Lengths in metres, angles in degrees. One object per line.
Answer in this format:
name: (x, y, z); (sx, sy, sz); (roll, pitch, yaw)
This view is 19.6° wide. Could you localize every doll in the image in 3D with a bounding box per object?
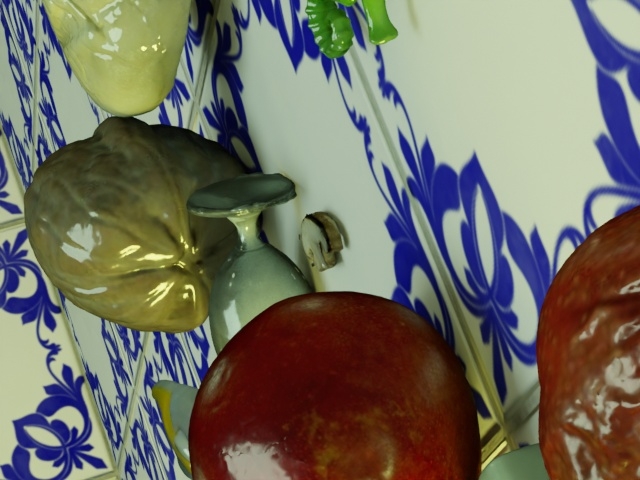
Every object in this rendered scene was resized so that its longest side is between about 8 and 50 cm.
doll: (-0.085, 0.209, 1.899); (0.316, 0.145, 0.103); (167, 120, -69)
doll: (0.018, -0.177, 1.212); (0.190, 0.050, 0.115); (144, 116, -76)

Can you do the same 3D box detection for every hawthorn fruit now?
hawthorn fruit: (0.167, 0.059, 0.727); (0.179, 0.173, 0.173); (-162, 57, -73)

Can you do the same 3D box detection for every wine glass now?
wine glass: (-0.049, 0.057, 1.604); (0.103, 0.103, 0.222); (-141, 37, -65)

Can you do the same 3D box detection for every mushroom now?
mushroom: (0.000, 0.000, 1.516); (0.101, 0.019, 0.049); (163, 92, -77)

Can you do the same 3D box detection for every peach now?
peach: (0.012, 0.150, 1.262); (0.243, 0.199, 0.243); (-11, -90, -89)

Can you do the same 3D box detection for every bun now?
bun: (-0.187, -0.227, 1.665); (0.229, 0.145, 0.229); (-170, 90, -79)

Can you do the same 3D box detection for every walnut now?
walnut: (-0.165, -0.017, 1.722); (0.224, 0.224, 0.224); (164, 90, -75)

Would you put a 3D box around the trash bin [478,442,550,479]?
trash bin: (0.144, 0.210, 1.151); (0.116, 0.059, 0.130); (97, 153, -52)
